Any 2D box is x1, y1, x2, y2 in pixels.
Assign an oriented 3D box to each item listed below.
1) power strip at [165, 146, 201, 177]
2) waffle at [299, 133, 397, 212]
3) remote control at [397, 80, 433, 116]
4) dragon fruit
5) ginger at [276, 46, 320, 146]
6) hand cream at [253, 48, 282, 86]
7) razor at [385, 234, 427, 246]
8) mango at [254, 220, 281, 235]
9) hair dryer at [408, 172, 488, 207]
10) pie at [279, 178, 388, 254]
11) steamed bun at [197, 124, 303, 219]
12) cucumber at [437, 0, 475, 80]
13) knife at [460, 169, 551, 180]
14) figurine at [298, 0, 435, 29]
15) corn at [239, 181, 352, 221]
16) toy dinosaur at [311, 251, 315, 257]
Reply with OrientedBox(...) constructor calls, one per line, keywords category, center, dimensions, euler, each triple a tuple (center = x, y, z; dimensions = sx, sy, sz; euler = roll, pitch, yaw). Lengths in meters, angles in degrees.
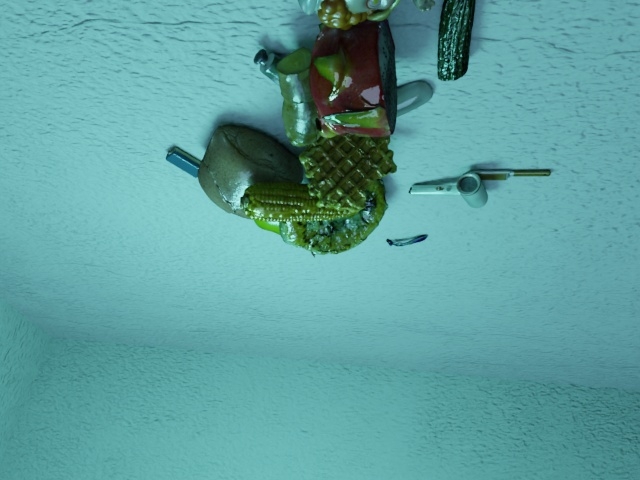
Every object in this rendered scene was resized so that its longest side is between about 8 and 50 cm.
OrientedBox(category="power strip", center=(-0.436, -0.253, 1.769), dimensions=(0.123, 0.032, 0.056), euler=(31, 141, -31))
OrientedBox(category="waffle", center=(0.079, -0.208, 1.528), dimensions=(0.291, 0.290, 0.051), euler=(16, 179, -12))
OrientedBox(category="remote control", center=(0.186, -0.346, 1.440), dimensions=(0.229, 0.044, 0.073), euler=(-22, 137, 23))
OrientedBox(category="dragon fruit", center=(0.070, -0.371, 1.241), dimensions=(0.190, 0.290, 0.290), euler=(0, 147, 14))
OrientedBox(category="ginger", center=(-0.042, -0.349, 1.379), dimensions=(0.117, 0.109, 0.262), euler=(30, 151, 26))
OrientedBox(category="hand cream", center=(-0.063, -0.409, 1.423), dimensions=(0.088, 0.055, 0.256), euler=(-29, 140, 35))
OrientedBox(category="razor", center=(0.319, 0.005, 2.011), dimensions=(0.155, 0.028, 0.044), euler=(-10, 144, 28))
OrientedBox(category="mango", center=(-0.081, -0.068, 1.879), dimensions=(0.294, 0.142, 0.175), euler=(14, 128, -6))
OrientedBox(category="hair dryer", center=(0.391, -0.148, 1.705), dimensions=(0.237, 0.073, 0.131), euler=(-1, 162, 27))
OrientedBox(category="pie", center=(0.047, -0.084, 1.747), dimensions=(0.371, 0.078, 0.296), euler=(-34, 128, 11))
OrientedBox(category="steamed bun", center=(-0.220, -0.187, 1.665), dimensions=(0.301, 0.199, 0.251), euler=(23, 145, -22))
OrientedBox(category="cucumber", center=(0.299, -0.464, 1.225), dimensions=(0.077, 0.077, 0.265), euler=(1, 146, 11))
OrientedBox(category="knife", center=(0.554, -0.193, 1.644), dimensions=(0.256, 0.022, 0.046), euler=(1, 154, 12))
OrientedBox(category="figurine", center=(0.133, -0.536, 1.069), dimensions=(0.382, 0.205, 0.224), euler=(-5, 148, -17))
OrientedBox(category="corn", center=(-0.052, -0.111, 1.578), dimensions=(0.364, 0.120, 0.120), euler=(-2, 151, -17))
OrientedBox(category="toy dinosaur", center=(0.000, 0.001, 2.079), dimensions=(0.108, 0.032, 0.220), euler=(14, 139, -3))
